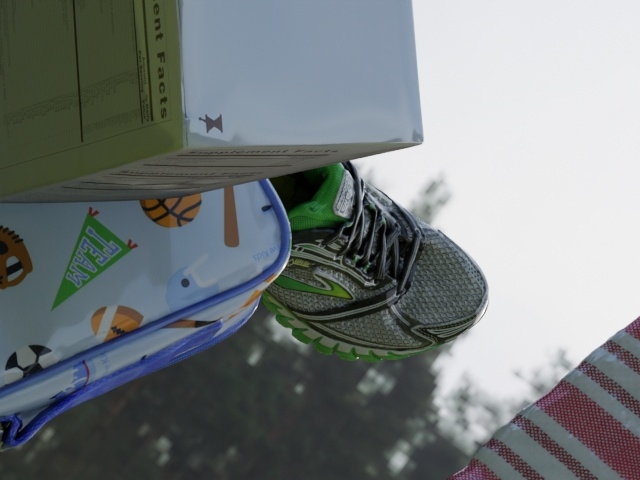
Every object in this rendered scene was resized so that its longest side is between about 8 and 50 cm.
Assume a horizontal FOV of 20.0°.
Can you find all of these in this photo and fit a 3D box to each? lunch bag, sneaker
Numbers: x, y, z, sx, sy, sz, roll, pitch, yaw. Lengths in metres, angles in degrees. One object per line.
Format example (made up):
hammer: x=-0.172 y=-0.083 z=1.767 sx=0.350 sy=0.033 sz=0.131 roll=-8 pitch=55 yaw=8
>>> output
lunch bag: x=-0.183 y=-0.004 z=1.101 sx=0.243 sy=0.303 sz=0.115 roll=62 pitch=-26 yaw=10
sneaker: x=0.000 y=0.000 z=1.408 sx=0.343 sy=0.134 sz=0.146 roll=23 pitch=-21 yaw=-30

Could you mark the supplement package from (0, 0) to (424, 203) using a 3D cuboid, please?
supplement package: x=-0.072 y=-0.098 z=0.933 sx=0.134 sy=0.139 sz=0.244 roll=-3 pitch=-2 yaw=-32

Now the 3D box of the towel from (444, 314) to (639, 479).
towel: x=0.164 y=0.093 z=0.750 sx=0.144 sy=0.197 sz=0.029 roll=43 pitch=-17 yaw=31
